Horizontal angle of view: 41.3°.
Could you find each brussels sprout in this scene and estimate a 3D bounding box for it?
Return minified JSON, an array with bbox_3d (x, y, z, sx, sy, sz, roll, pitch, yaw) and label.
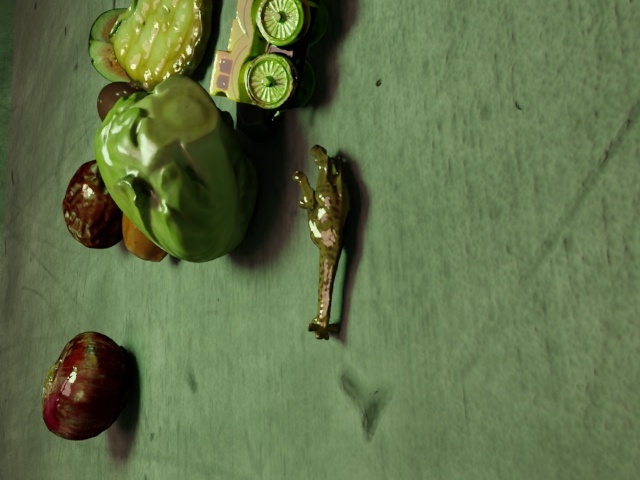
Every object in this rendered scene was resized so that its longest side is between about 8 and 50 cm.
[{"bbox_3d":[-0.235,-0.119,1.422,0.328,0.247,0.328,41,156,22],"label":"brussels sprout"}]

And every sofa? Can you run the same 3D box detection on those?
[{"bbox_3d":[-0.098,-0.245,1.410,0.060,0.085,0.147,-5,75,15],"label":"sofa"}]

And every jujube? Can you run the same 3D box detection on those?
[{"bbox_3d":[-0.509,-0.084,1.958,0.243,0.183,0.183,125,141,-57],"label":"jujube"}]

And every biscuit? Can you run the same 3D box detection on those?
[{"bbox_3d":[-0.330,-0.465,1.774,0.335,0.078,0.329,0,84,43],"label":"biscuit"}]

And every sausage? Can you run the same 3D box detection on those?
[{"bbox_3d":[-0.326,-0.080,1.698,0.133,0.133,0.258,38,116,56],"label":"sausage"}]

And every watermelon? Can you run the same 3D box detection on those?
[{"bbox_3d":[-0.502,-0.470,2.099,0.137,0.193,0.145,42,137,1],"label":"watermelon"}]

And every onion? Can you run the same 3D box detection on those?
[{"bbox_3d":[-0.515,0.324,1.882,0.246,0.190,0.246,-46,27,32],"label":"onion"}]

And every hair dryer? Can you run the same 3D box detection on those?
[{"bbox_3d":[-0.360,-0.370,1.871,0.312,0.123,0.341,31,101,46],"label":"hair dryer"}]

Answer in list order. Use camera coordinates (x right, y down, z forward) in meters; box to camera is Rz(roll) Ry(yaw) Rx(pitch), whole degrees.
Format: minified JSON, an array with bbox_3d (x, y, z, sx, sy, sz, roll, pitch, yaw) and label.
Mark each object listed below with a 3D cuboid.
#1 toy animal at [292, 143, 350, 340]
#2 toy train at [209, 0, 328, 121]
[{"bbox_3d":[0.005,-0.004,1.186,0.149,0.054,0.276,-43,50,52],"label":"toy animal"},{"bbox_3d":[-0.068,-0.334,1.277,0.160,0.100,0.296,20,104,25],"label":"toy train"}]
